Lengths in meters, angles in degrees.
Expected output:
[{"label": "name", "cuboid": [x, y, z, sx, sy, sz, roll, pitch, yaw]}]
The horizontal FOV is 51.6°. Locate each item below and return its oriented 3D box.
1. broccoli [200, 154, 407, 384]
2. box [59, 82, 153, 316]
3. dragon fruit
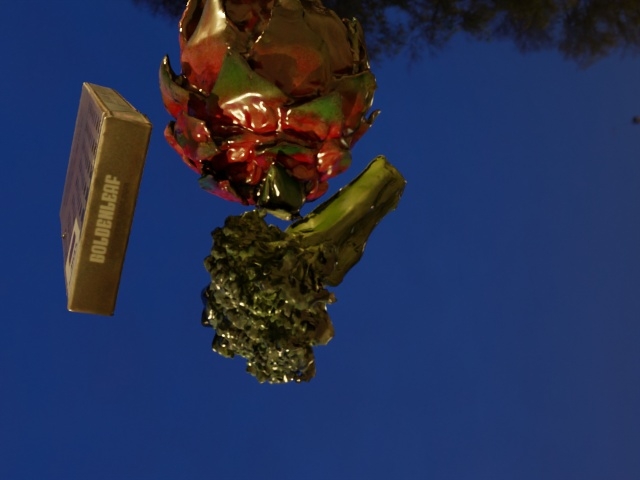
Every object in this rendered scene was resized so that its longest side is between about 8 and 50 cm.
[{"label": "broccoli", "cuboid": [0.005, 0.006, 0.695, 0.304, 0.145, 0.165, -47, -25, -38]}, {"label": "box", "cuboid": [-0.241, -0.065, 0.714, 0.047, 0.325, 0.181, 10, -77, -26]}, {"label": "dragon fruit", "cuboid": [-0.038, -0.121, 0.532, 0.182, 0.182, 0.189, 21, -76, -46]}]
